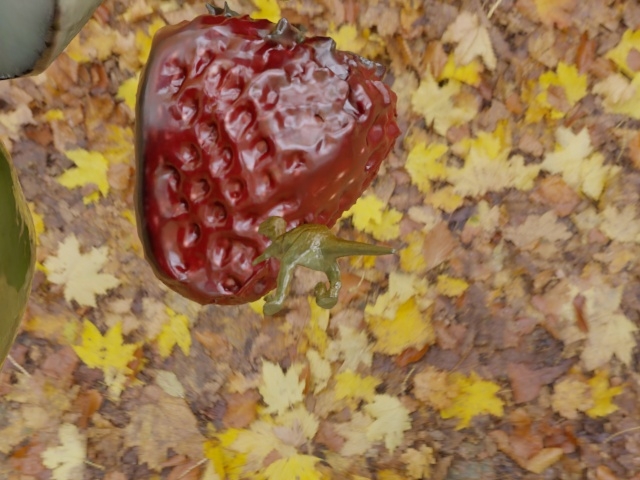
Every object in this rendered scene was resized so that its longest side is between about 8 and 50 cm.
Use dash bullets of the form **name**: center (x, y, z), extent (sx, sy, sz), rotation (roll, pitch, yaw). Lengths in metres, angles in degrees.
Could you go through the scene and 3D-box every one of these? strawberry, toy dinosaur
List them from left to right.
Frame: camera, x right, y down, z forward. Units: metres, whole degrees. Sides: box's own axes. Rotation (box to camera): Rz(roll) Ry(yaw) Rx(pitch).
- **strawberry**: center (-0.085, -0.089, 1.151), extent (0.317, 0.295, 0.345), rotation (20, 89, -11)
- **toy dinosaur**: center (0.000, 0.000, 0.838), extent (0.162, 0.039, 0.126), rotation (-31, 41, 29)

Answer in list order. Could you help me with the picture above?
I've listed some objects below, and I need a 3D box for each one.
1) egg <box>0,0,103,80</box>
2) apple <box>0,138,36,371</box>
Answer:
- **egg**: center (-0.230, -0.292, 0.656), extent (0.337, 0.337, 0.201), rotation (42, 59, 7)
- **apple**: center (-0.479, 0.029, 0.835), extent (0.473, 0.473, 0.474), rotation (0, 78, -2)
